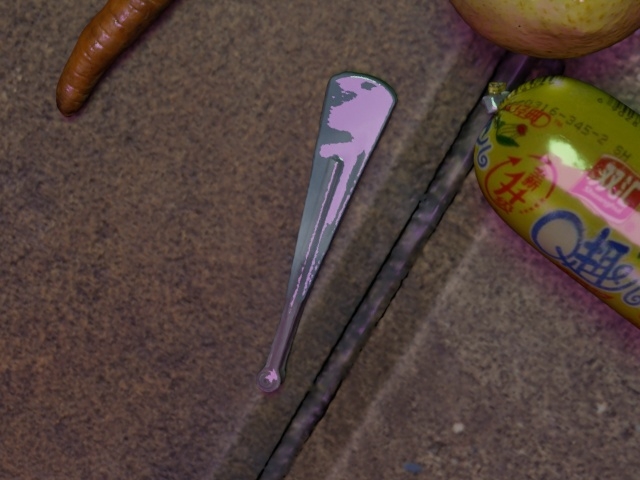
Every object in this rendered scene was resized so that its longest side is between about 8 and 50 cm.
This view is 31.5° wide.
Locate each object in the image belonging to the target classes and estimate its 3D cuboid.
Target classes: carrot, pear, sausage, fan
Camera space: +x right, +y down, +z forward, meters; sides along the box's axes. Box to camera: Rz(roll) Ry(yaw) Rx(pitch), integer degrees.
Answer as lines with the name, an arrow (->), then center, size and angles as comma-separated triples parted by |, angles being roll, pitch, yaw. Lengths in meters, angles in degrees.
carrot -> -0.163, -0.174, 0.920 | 0.047, 0.047, 0.191 | 44, 110, 1
pear -> 0.160, -0.204, 0.765 | 0.177, 0.178, 0.178 | 3, 104, 14
sausage -> 0.250, 0.003, 0.813 | 0.347, 0.123, 0.123 | 38, 109, 4
fan -> 0.000, 0.000, 0.931 | 0.057, 0.023, 0.282 | 16, 107, 1
